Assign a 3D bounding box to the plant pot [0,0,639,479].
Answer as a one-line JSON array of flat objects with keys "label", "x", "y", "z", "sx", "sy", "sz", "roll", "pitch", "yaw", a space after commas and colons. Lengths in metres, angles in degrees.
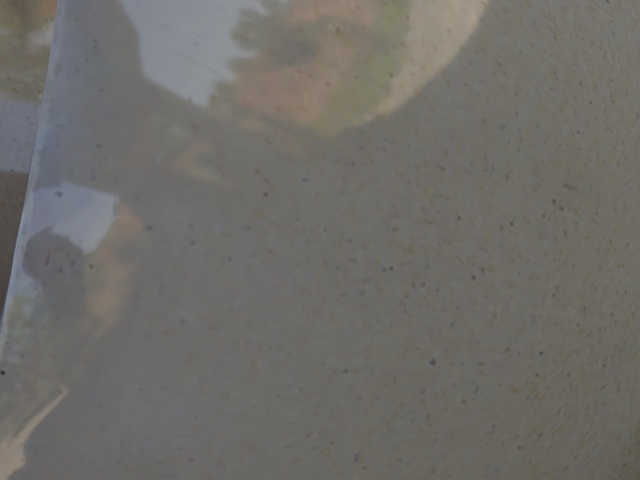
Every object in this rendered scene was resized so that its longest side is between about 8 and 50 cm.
[{"label": "plant pot", "x": 0.000, "y": 0.000, "z": 0.506, "sx": 0.284, "sy": 0.191, "sz": 0.284, "roll": -169, "pitch": 90, "yaw": -75}]
